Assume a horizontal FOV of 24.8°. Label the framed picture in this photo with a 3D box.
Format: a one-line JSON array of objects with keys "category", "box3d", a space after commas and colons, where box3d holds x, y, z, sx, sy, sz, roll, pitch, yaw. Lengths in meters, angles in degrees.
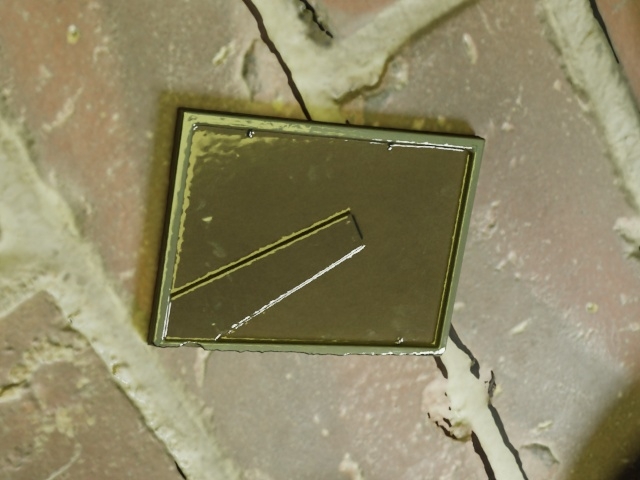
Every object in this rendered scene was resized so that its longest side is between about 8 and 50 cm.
[{"category": "framed picture", "box3d": [0.000, 0.000, 1.279, 0.289, 0.020, 0.211, 3, 104, -25]}]
